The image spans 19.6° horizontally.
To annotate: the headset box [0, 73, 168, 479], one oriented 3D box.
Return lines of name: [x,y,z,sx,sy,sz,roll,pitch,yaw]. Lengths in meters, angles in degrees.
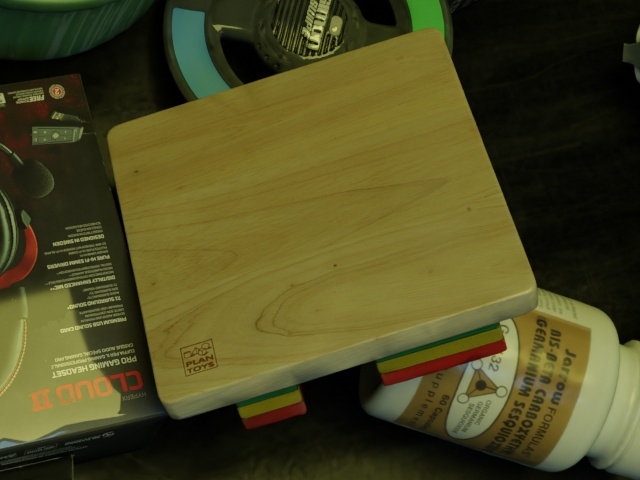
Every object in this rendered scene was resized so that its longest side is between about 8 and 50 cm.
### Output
headset box: [-0.244,0.049,1.299,0.218,0.110,0.293,-10,74,-21]

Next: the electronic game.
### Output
electronic game: [-0.010,-0.164,1.453,0.229,0.048,0.229,1,67,-3]

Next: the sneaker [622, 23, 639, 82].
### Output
sneaker: [0.325,-0.138,1.496,0.153,0.235,0.094,7,105,-2]

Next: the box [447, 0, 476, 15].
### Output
box: [0.193,-0.289,1.471,0.216,0.270,0.060,-31,83,-24]

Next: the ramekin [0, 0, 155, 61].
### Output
ramekin: [-0.226,-0.285,1.407,0.303,0.148,0.303,6,69,-15]

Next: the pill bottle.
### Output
pill bottle: [0.155,0.101,1.391,0.229,0.131,0.131,18,66,-10]

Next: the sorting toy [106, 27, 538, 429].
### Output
sorting toy: [0.000,0.000,1.309,0.257,0.089,0.255,-17,51,2]
